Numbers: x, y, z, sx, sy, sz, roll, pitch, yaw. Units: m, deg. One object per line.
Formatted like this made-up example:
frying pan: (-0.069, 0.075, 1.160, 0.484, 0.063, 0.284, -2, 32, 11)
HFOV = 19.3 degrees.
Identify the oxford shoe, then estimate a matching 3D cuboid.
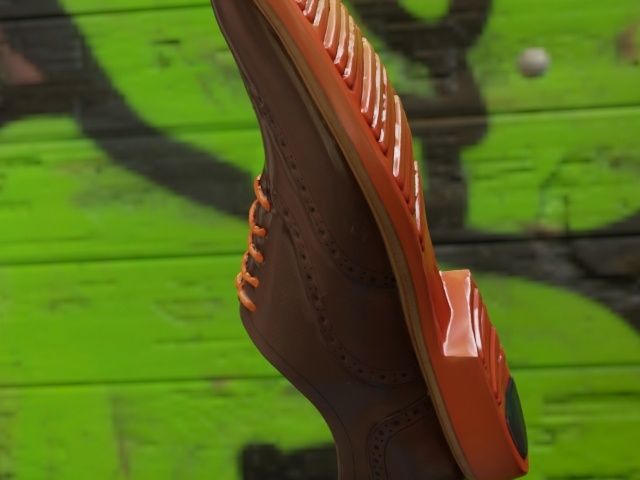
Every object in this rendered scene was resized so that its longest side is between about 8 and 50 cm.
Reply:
oxford shoe: (0.000, 0.000, 0.787, 0.097, 0.098, 0.271, -78, 147, -66)
